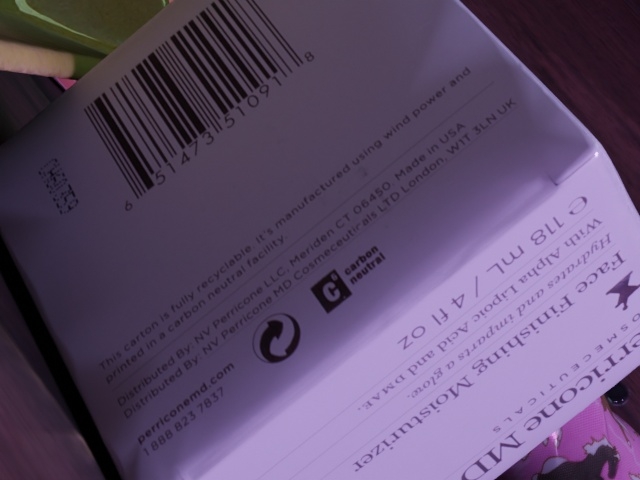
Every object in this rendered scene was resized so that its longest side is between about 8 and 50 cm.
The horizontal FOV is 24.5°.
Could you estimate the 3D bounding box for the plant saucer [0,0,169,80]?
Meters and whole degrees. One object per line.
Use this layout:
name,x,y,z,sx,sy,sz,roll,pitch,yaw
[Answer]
plant saucer,-0.163,-0.215,0.529,0.333,0.081,0.333,-14,94,-77

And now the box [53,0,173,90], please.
box,-0.137,-0.199,0.908,0.130,0.170,0.091,47,4,-34

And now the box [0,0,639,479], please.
box,0.000,0.000,0.529,0.182,0.181,0.119,54,6,39

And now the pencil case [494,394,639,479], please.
pencil case,0.192,0.189,1.104,0.386,0.167,0.160,49,-28,-22
